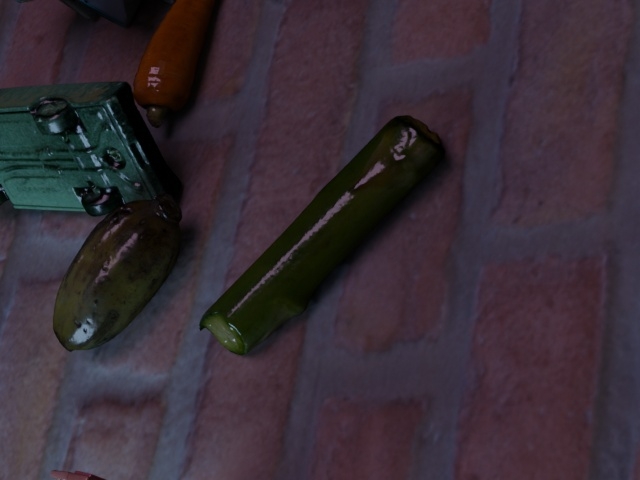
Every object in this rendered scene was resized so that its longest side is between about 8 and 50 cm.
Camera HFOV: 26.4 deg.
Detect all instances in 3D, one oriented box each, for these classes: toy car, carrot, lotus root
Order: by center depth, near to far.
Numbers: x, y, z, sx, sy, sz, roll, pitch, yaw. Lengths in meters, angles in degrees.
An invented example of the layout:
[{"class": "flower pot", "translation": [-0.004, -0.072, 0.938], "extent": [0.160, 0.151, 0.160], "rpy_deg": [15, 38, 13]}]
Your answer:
[{"class": "lotus root", "translation": [-0.195, 0.031, 1.324], "extent": [0.179, 0.080, 0.089], "rpy_deg": [-54, 49, 5]}, {"class": "toy car", "translation": [-0.287, -0.098, 1.437], "extent": [0.321, 0.141, 0.097], "rpy_deg": [3, 40, 39]}, {"class": "carrot", "translation": [-0.139, -0.236, 1.444], "extent": [0.061, 0.061, 0.256], "rpy_deg": [4, 67, 38]}]

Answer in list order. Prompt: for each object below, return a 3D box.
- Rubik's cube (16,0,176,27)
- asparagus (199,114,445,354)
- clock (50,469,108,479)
[{"class": "Rubik's cube", "translation": [-0.255, -0.370, 1.497], "extent": [0.213, 0.224, 0.265], "rpy_deg": [32, 93, 44]}, {"class": "asparagus", "translation": [-0.001, -0.001, 1.209], "extent": [0.277, 0.060, 0.067], "rpy_deg": [-47, 58, 7]}, {"class": "clock", "translation": [-0.185, 0.321, 1.064], "extent": [0.106, 0.220, 0.255], "rpy_deg": [1, 66, 39]}]
